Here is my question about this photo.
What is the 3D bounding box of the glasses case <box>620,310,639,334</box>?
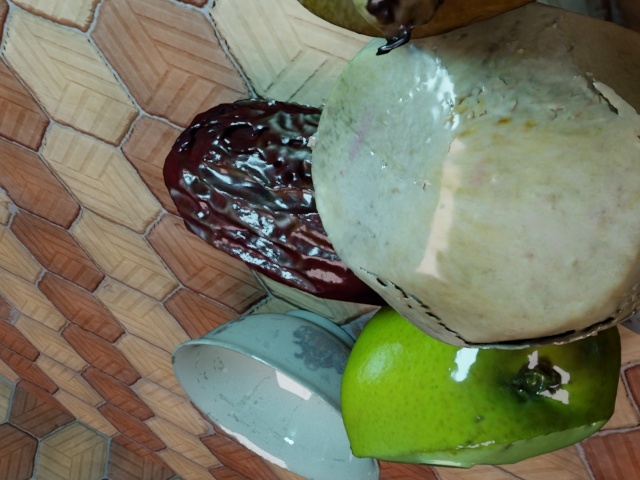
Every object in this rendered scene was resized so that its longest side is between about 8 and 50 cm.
[{"bbox_3d":[0.365,0.056,1.008,0.193,0.049,0.074,36,151,-4],"label":"glasses case"}]

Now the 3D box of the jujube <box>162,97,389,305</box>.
[{"bbox_3d":[-0.011,-0.055,1.031,0.377,0.258,0.258,30,148,19],"label":"jujube"}]

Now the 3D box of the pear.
[{"bbox_3d":[0.222,0.145,1.003,0.318,0.342,0.238,-27,73,63],"label":"pear"}]

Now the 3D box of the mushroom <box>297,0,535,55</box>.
[{"bbox_3d":[0.102,-0.287,0.525,0.345,0.259,0.345,5,105,17],"label":"mushroom"}]

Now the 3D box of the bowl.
[{"bbox_3d":[-0.043,0.259,1.503,0.435,0.196,0.435,23,146,17],"label":"bowl"}]

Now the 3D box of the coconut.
[{"bbox_3d":[0.181,-0.067,0.770,0.352,0.352,0.352,23,146,17],"label":"coconut"}]
